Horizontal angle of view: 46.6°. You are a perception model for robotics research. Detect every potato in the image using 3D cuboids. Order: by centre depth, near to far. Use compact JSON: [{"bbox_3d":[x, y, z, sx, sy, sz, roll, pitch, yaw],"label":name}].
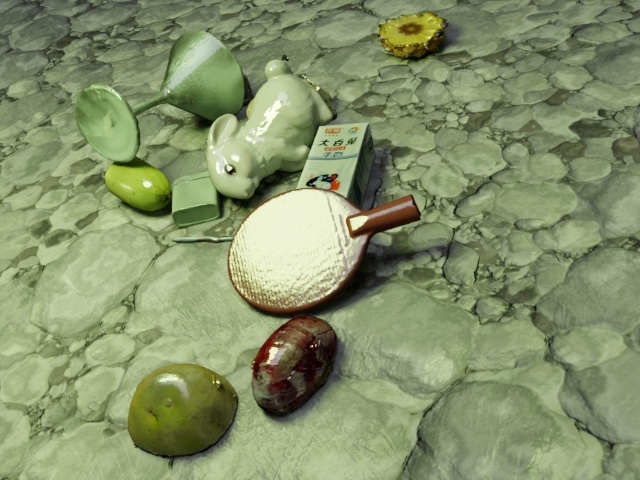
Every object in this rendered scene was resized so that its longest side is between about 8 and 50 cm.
[{"bbox_3d":[-0.260,0.279,1.318,0.202,0.117,0.182,3,47,21],"label":"potato"}]

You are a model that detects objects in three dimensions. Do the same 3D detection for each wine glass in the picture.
[{"bbox_3d":[-0.412,-0.368,1.923,0.267,0.267,0.406,10,31,28],"label":"wine glass"}]

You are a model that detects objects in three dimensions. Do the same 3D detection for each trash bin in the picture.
[{"bbox_3d":[-0.302,-0.101,1.808,0.116,0.059,0.130,-14,41,3],"label":"trash bin"}]

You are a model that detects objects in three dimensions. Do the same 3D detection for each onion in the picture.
[{"bbox_3d":[-0.062,0.207,1.339,0.151,0.098,0.206,7,46,25],"label":"onion"}]

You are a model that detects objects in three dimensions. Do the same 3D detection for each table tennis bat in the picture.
[{"bbox_3d":[0.000,0.000,1.504,0.414,0.051,0.268,-20,64,11],"label":"table tennis bat"}]

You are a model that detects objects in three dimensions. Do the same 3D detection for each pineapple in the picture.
[{"bbox_3d":[0.266,-0.588,2.152,0.224,0.076,0.225,-8,42,7],"label":"pineapple"}]

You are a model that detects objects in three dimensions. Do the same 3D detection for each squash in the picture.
[{"bbox_3d":[-0.438,-0.132,1.851,0.186,0.123,0.123,27,57,37],"label":"squash"}]

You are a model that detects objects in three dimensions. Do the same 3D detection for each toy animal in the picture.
[{"bbox_3d":[-0.145,-0.259,1.822,0.357,0.194,0.258,-40,90,-24],"label":"toy animal"}]

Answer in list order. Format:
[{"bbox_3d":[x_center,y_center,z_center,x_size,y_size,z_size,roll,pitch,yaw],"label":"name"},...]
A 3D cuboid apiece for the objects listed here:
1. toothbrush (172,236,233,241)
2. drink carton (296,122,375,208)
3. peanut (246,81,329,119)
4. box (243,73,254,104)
[{"bbox_3d":[-0.259,-0.001,1.713,0.193,0.013,0.019,2,52,21],"label":"toothbrush"},{"bbox_3d":[0.035,-0.143,1.703,0.130,0.107,0.315,-1,41,16],"label":"drink carton"},{"bbox_3d":[-0.088,-0.368,2.013,0.229,0.098,0.103,-19,81,0],"label":"peanut"},{"bbox_3d":[-0.263,-0.432,2.156,0.122,0.089,0.062,-20,29,-4],"label":"box"}]
